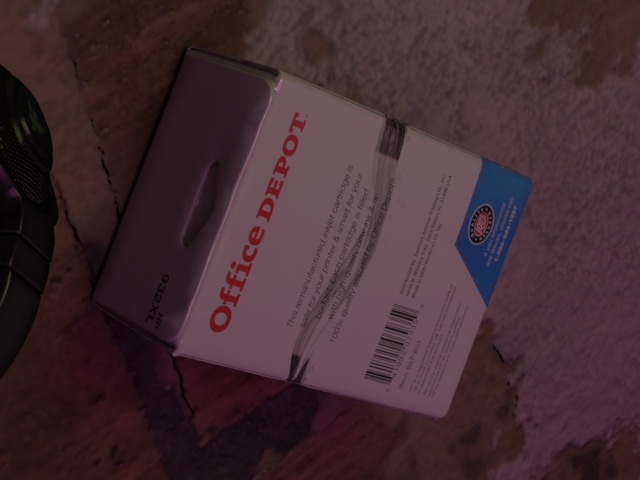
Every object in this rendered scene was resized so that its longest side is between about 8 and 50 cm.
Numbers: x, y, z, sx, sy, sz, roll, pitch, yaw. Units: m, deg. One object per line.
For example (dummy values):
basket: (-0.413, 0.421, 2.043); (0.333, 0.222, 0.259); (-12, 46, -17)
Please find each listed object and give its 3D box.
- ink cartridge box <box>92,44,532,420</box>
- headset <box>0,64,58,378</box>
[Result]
ink cartridge box: (0.000, 0.000, 1.264); (0.307, 0.129, 0.223); (19, 93, -43)
headset: (-0.285, -0.067, 0.937); (0.185, 0.243, 0.394); (60, 32, -64)
